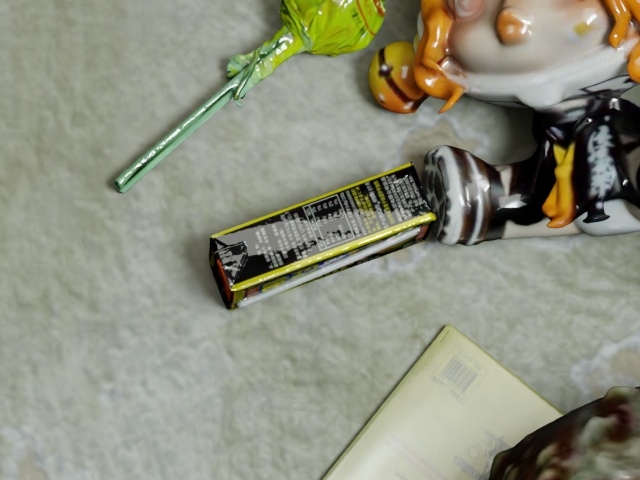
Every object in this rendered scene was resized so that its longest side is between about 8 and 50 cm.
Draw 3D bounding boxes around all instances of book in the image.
[{"bbox_3d":[0.103,0.185,1.397,0.168,0.013,0.192,39,75,6],"label":"book"}]

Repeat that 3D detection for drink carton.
[{"bbox_3d":[0.000,0.000,1.408,0.165,0.071,0.056,-21,75,-9],"label":"drink carton"}]

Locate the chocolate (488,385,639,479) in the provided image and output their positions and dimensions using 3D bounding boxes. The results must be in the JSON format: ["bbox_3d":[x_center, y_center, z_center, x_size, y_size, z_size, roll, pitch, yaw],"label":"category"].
[{"bbox_3d":[0.272,0.192,1.261,0.340,0.210,0.225,-3,62,3],"label":"chocolate"}]

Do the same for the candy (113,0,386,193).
[{"bbox_3d":[-0.059,-0.126,1.449,0.262,0.073,0.077,-41,64,-7],"label":"candy"}]

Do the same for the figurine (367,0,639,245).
[{"bbox_3d":[0.187,-0.165,1.407,0.320,0.196,0.323,-7,85,34],"label":"figurine"}]
